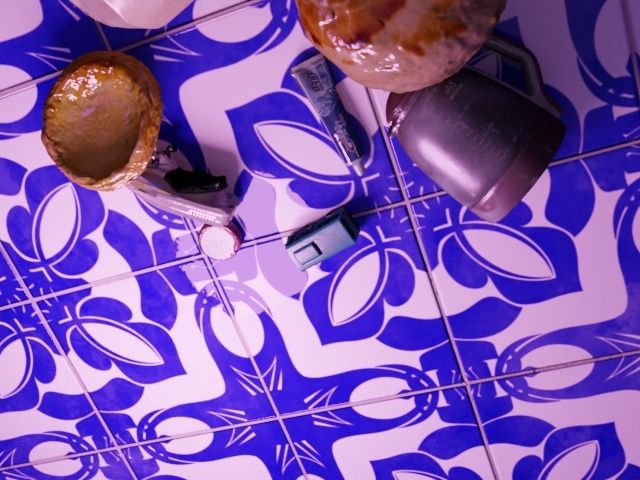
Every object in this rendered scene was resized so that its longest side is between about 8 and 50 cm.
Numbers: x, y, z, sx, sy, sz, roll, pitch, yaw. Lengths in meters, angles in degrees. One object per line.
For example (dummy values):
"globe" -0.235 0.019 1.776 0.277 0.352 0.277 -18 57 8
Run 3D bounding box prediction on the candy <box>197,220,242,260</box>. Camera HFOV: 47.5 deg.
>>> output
"candy" -0.233 -0.002 1.681 0.103 0.043 0.103 4 116 8

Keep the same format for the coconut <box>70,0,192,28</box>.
"coconut" -0.326 -0.544 1.293 0.323 0.323 0.322 4 117 8

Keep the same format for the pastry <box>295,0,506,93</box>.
"pastry" 0.119 -0.446 1.209 0.389 0.313 0.388 -2 87 40

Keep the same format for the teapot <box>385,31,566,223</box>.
"teapot" 0.295 -0.245 1.388 0.312 0.233 0.314 35 88 -2

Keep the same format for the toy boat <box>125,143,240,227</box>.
"toy boat" -0.306 -0.124 1.585 0.270 0.140 0.140 30 117 -3

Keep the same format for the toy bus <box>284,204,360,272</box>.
"toy bus" 0.000 0.000 1.613 0.160 0.091 0.079 -28 107 21

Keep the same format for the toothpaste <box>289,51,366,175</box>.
"toothpaste" 0.030 -0.254 1.511 0.069 0.047 0.268 -18 109 32

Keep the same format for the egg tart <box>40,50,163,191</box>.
"egg tart" -0.441 -0.249 1.524 0.294 0.123 0.293 1 92 15
